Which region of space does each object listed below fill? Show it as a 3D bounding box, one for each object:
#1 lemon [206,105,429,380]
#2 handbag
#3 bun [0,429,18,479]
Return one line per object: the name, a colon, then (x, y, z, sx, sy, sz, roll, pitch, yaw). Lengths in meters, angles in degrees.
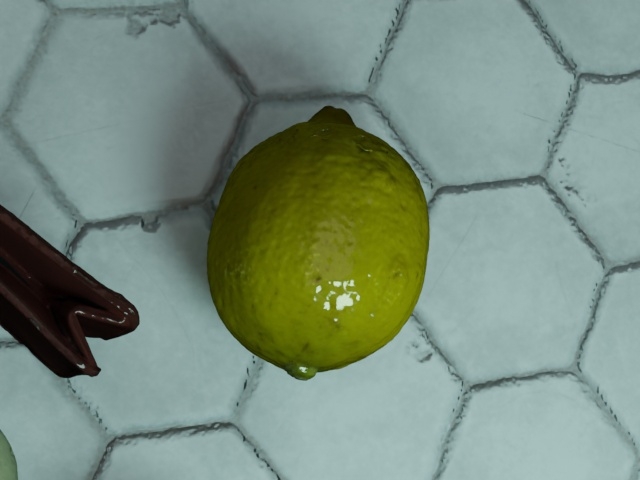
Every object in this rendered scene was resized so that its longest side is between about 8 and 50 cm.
lemon: (0.000, 0.000, 1.431, 0.245, 0.245, 0.320, 15, 73, -14)
handbag: (-0.326, 0.032, 1.322, 0.275, 0.260, 0.084, 41, 74, -11)
bun: (-0.447, 0.270, 1.289, 0.287, 0.146, 0.287, 12, 46, -13)
